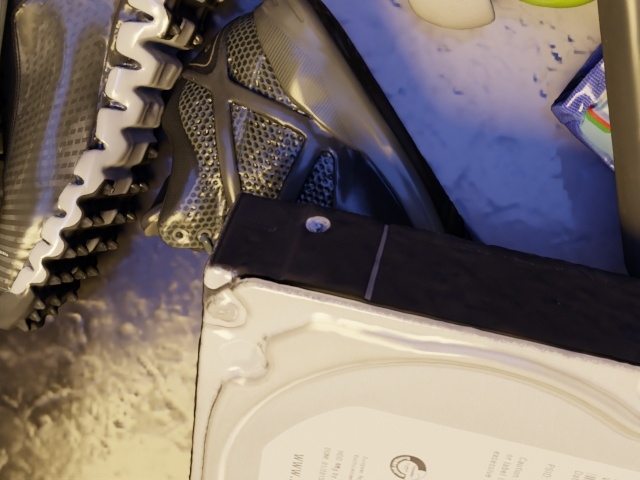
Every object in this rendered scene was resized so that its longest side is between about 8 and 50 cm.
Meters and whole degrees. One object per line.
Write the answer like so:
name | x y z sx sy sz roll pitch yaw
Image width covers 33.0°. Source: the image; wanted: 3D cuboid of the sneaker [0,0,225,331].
sneaker | -0.133 -0.071 0.551 0.106 0.078 0.234 26 96 9

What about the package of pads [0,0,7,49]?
package of pads | -0.289 -0.140 0.512 0.297 0.101 0.229 10 96 20

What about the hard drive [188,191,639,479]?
hard drive | 0.109 0.119 0.493 0.339 0.064 0.236 13 130 3

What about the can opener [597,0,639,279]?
can opener | 0.163 -0.112 0.430 0.095 0.076 0.283 -26 119 -26

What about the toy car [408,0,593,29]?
toy car | 0.087 -0.193 0.483 0.159 0.136 0.182 -27 93 7

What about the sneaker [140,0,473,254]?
sneaker | 0.000 0.000 0.540 0.130 0.087 0.227 -33 95 16

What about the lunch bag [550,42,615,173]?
lunch bag | 0.270 -0.085 0.498 0.221 0.138 0.293 39 110 1
